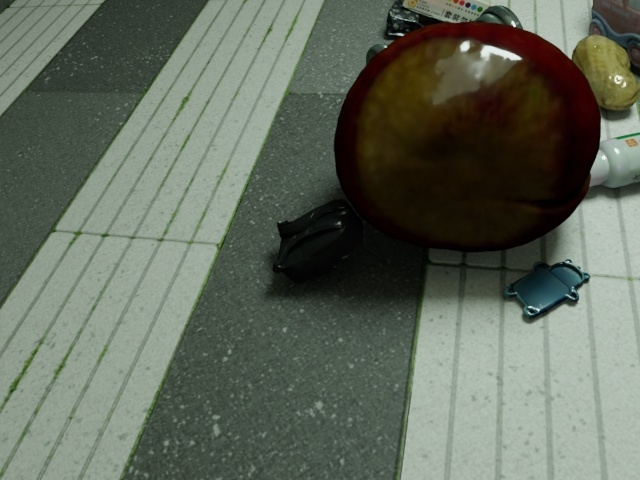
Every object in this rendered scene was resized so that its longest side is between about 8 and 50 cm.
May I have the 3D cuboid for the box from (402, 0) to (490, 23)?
[{"bbox_3d":[0.345,-0.699,1.493,0.221,0.091,0.274,19,52,-3],"label":"box"}]

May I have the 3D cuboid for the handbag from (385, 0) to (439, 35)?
[{"bbox_3d":[0.251,-0.581,1.480,0.139,0.072,0.115,22,51,9],"label":"handbag"}]

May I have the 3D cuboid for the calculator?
[{"bbox_3d":[0.378,0.075,0.920,0.141,0.019,0.094,-26,51,-13],"label":"calculator"}]

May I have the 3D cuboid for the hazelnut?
[{"bbox_3d":[0.233,-0.180,0.931,0.429,0.402,0.402,-4,49,16],"label":"hazelnut"}]

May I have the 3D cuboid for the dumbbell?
[{"bbox_3d":[0.274,-0.388,1.228,0.406,0.179,0.179,-21,49,-6],"label":"dumbbell"}]

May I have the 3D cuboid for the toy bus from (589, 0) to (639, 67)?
[{"bbox_3d":[0.728,-0.540,1.202,0.197,0.232,0.294,-26,42,4],"label":"toy bus"}]

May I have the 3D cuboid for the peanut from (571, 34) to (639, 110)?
[{"bbox_3d":[0.614,-0.363,1.194,0.108,0.095,0.226,-8,50,9],"label":"peanut"}]

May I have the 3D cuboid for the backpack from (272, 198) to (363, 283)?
[{"bbox_3d":[0.001,0.002,0.978,0.165,0.106,0.120,-21,46,32],"label":"backpack"}]

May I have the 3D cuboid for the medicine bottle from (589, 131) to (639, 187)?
[{"bbox_3d":[0.597,-0.156,1.023,0.260,0.095,0.095,-11,49,1],"label":"medicine bottle"}]
